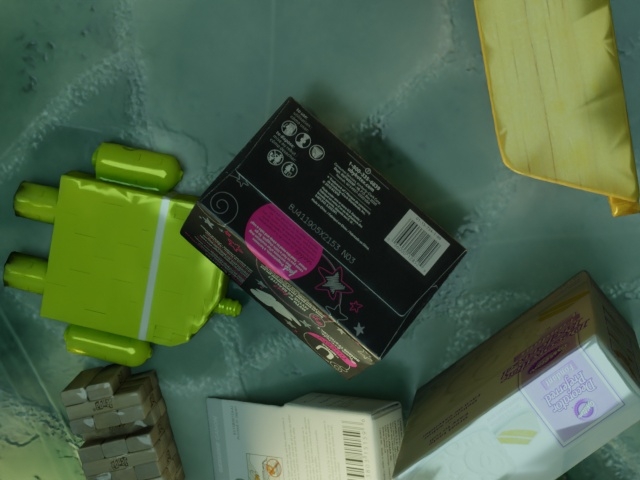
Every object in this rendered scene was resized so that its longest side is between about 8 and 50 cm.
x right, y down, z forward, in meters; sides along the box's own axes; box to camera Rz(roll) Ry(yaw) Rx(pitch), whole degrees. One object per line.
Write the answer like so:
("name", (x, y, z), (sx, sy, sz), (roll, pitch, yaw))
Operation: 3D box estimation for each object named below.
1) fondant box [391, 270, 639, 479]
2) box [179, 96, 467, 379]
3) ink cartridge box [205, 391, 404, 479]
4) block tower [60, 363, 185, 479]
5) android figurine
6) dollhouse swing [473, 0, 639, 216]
("fondant box", (0.204, 0.161, 1.614), (0.238, 0.330, 0.096), (-37, 94, 12))
("box", (0.000, 0.000, 1.684), (0.247, 0.142, 0.163), (41, 71, -2))
("ink cartridge box", (-0.009, 0.308, 1.797), (0.238, 0.060, 0.275), (2, 102, 39))
("block tower", (-0.198, 0.310, 1.815), (0.090, 0.097, 0.336), (-14, 99, 11))
("android figurine", (-0.214, 0.020, 1.783), (0.272, 0.056, 0.248), (10, 101, 6))
("dollhouse swing", (0.131, -0.172, 1.552), (0.304, 0.347, 0.315), (-9, 99, 8))
